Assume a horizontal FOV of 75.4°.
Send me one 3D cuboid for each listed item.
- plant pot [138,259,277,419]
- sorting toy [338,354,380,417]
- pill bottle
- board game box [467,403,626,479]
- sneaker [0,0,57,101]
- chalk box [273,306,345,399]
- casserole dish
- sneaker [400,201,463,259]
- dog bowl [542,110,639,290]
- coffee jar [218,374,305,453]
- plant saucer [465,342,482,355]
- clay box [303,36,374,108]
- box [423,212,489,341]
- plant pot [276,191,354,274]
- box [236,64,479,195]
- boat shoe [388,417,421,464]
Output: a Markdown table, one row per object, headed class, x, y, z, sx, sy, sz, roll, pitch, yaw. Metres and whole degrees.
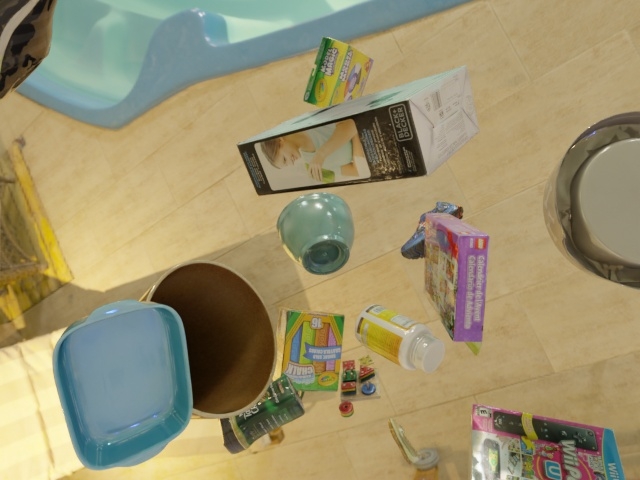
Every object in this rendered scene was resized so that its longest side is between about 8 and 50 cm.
| class | x | y | z | sx | sy | sz | roll | pitch | yaw |
| --- | --- | --- | --- | --- | --- | --- | --- | --- | --- |
| plant pot | -0.244 | 0.187 | 0.684 | 0.254 | 0.237 | 0.237 | -28 | 84 | 33 |
| sorting toy | 0.131 | 0.470 | 1.403 | 0.133 | 0.274 | 0.046 | -10 | 113 | 9 |
| pill bottle | 0.196 | 0.246 | 1.037 | 0.215 | 0.117 | 0.117 | 19 | 105 | 49 |
| board game box | 0.496 | 0.514 | 0.932 | 0.304 | 0.224 | 0.097 | 6 | 128 | 17 |
| sneaker | -0.271 | -0.203 | 0.349 | 0.084 | 0.097 | 0.235 | 41 | 110 | -18 |
| chalk box | -0.044 | 0.358 | 1.261 | 0.179 | 0.180 | 0.288 | 7 | 83 | -14 |
| casserole dish | -0.192 | 0.138 | 0.411 | 0.037 | 0.114 | 0.188 | 26 | 123 | 48 |
| sneaker | 0.313 | -0.030 | 1.203 | 0.221 | 0.083 | 0.087 | -40 | 44 | -9 |
| dog bowl | 0.615 | -0.070 | 0.815 | 0.349 | 0.102 | 0.348 | 0 | 83 | 3 |
| coffee jar | -0.133 | 0.384 | 0.917 | 0.185 | 0.096 | 0.079 | -29 | 123 | -10 |
| plant saucer | 0.514 | 0.281 | 1.478 | 0.045 | 0.188 | 0.188 | -34 | 106 | 25 |
| clay box | 0.041 | -0.338 | 0.869 | 0.053 | 0.222 | 0.127 | 25 | 112 | 13 |
| box | 0.273 | 0.059 | 0.871 | 0.057 | 0.293 | 0.200 | -1 | 102 | 3 |
| plant pot | 0.000 | 0.000 | 1.502 | 0.293 | 0.293 | 0.196 | -44 | 39 | 22 |
| box | 0.043 | -0.142 | 0.574 | 0.290 | 0.169 | 0.087 | 0 | 119 | 42 |
| boat shoe | 0.279 | 0.666 | 1.391 | 0.153 | 0.048 | 0.056 | 60 | 160 | 28 |
